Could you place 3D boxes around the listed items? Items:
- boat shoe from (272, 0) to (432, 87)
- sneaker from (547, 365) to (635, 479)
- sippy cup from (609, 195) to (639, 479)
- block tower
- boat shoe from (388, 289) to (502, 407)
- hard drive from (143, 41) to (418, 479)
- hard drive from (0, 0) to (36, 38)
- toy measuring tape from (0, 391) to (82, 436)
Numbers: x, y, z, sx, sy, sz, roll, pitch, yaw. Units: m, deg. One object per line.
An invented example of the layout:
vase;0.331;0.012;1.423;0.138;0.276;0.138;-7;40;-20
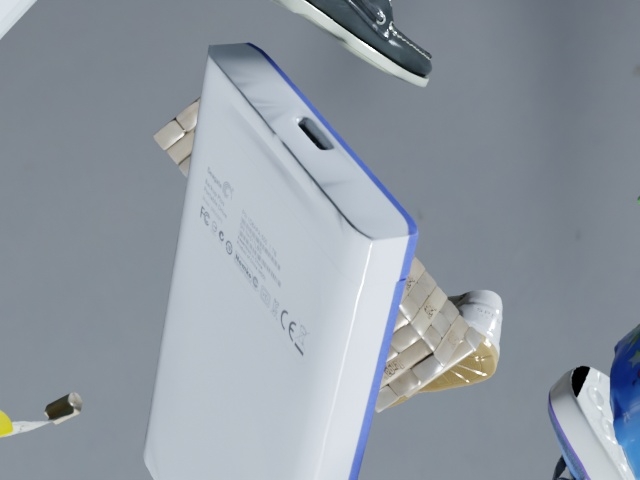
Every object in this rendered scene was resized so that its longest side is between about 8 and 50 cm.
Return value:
boat shoe;0.025;-0.279;1.914;0.113;0.340;0.127;-58;37;5
sneaker;0.251;0.300;1.706;0.322;0.236;0.130;54;32;-8
sippy cup;0.318;0.095;1.127;0.224;0.240;0.305;-29;55;31
block tower;0.000;0.000;1.566;0.091;0.097;0.335;-37;96;30
boat shoe;0.074;0.108;1.811;0.277;0.098;0.096;-12;41;36
hard drive;-0.035;0.071;1.058;0.040;0.318;0.210;-8;38;-28
hard drive;-0.152;-0.246;0.966;0.203;0.040;0.307;23;66;38
toy measuring tape;-0.348;0.149;1.686;0.121;0.330;0.121;2;96;24
